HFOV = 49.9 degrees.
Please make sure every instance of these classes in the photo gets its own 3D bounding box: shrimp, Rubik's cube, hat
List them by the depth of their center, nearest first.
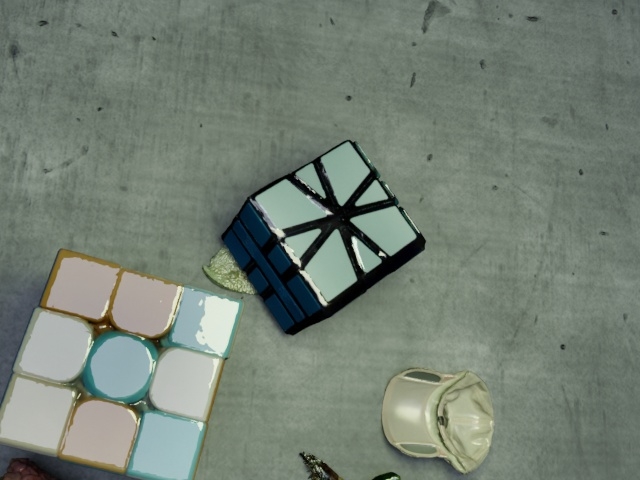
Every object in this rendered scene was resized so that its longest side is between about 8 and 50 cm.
[{"bbox_3d":[-0.364,0.246,1.307,0.346,0.347,0.345,17,74,-6],"label":"Rubik's cube"},{"bbox_3d":[0.000,0.000,1.456,0.293,0.283,0.289,-35,86,-23],"label":"Rubik's cube"},{"bbox_3d":[0.003,0.527,1.480,0.091,0.034,0.161,-43,89,-16],"label":"shrimp"},{"bbox_3d":[0.260,0.398,1.544,0.225,0.164,0.220,1,74,29],"label":"hat"}]

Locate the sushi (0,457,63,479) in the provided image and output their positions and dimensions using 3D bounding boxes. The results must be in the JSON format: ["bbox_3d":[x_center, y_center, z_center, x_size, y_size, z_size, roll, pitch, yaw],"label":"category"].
[{"bbox_3d":[-0.568,0.550,1.260,0.170,0.236,0.270,36,69,-11],"label":"sushi"}]

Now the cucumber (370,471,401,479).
[{"bbox_3d":[0.167,0.597,1.457,0.191,0.130,0.191,4,70,-10],"label":"cucumber"}]

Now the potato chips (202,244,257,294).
[{"bbox_3d":[-0.160,0.057,1.560,0.209,0.026,0.143,-16,84,-13],"label":"potato chips"}]
